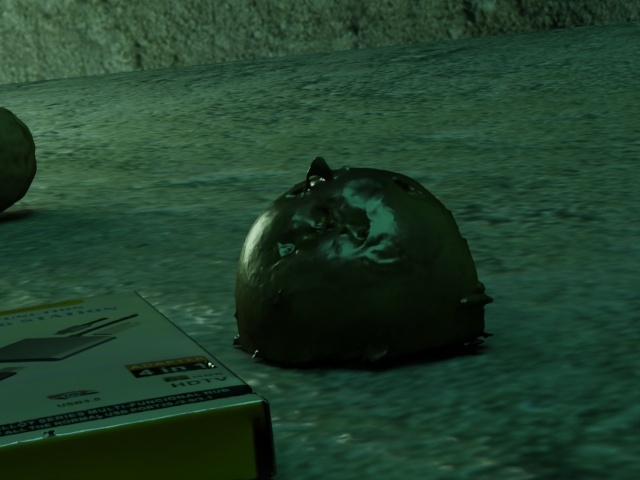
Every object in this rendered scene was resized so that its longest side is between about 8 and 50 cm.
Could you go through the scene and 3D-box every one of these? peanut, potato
[{"bbox_3d":[-0.292,-0.046,1.174,0.104,0.085,0.228,-10,8,29],"label":"peanut"},{"bbox_3d":[0.000,0.000,0.762,0.101,0.089,0.172,-11,13,-19],"label":"potato"}]

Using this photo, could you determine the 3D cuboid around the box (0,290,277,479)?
[{"bbox_3d":[-0.115,0.059,0.651,0.129,0.033,0.247,-9,11,-18],"label":"box"}]
